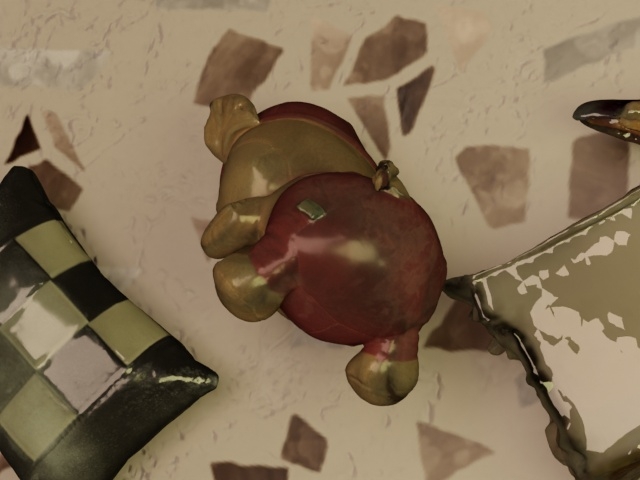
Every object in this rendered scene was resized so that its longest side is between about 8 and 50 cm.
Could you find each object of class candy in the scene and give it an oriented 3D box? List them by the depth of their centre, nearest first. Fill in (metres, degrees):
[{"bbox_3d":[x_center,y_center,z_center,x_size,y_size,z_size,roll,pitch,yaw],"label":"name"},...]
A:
[{"bbox_3d":[0.217,0.063,1.151,0.195,0.137,0.185,-32,75,9],"label":"candy"}]

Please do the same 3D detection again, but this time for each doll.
[{"bbox_3d":[-0.004,0.001,1.185,0.152,0.256,0.196,-21,116,-2],"label":"doll"}]

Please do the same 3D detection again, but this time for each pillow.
[{"bbox_3d":[-0.217,0.088,1.299,0.186,0.106,0.250,-45,77,7],"label":"pillow"}]

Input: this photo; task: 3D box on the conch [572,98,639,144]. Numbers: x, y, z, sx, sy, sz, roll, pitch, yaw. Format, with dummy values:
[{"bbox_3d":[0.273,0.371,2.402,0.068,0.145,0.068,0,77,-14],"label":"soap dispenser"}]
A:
[{"bbox_3d":[0.305,-0.087,1.171,0.233,0.086,0.080,16,87,17],"label":"conch"}]
